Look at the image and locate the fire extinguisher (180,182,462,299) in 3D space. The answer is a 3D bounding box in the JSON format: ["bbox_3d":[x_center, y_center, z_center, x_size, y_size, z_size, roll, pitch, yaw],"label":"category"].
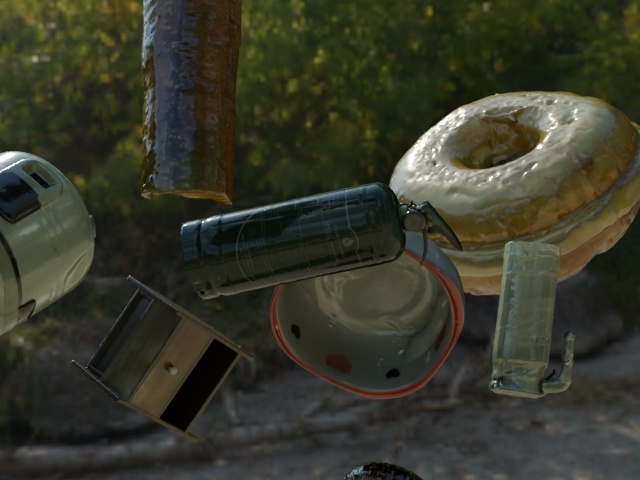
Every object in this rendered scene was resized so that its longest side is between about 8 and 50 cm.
[{"bbox_3d":[0.000,0.000,1.473,0.311,0.114,0.095,-13,14,11],"label":"fire extinguisher"}]

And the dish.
[{"bbox_3d":[0.067,0.070,1.658,0.256,0.256,0.117,-2,29,15],"label":"dish"}]

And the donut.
[{"bbox_3d":[0.299,-0.080,1.994,0.449,0.198,0.449,-20,28,11],"label":"donut"}]

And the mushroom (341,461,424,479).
[{"bbox_3d":[0.082,0.311,1.530,0.126,0.109,0.085,17,30,13],"label":"mushroom"}]

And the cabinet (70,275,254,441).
[{"bbox_3d":[-0.253,0.197,2.083,0.148,0.175,0.215,30,-6,42],"label":"cabinet"}]

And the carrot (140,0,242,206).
[{"bbox_3d":[-0.142,-0.175,1.403,0.114,0.302,0.114,0,-20,0],"label":"carrot"}]

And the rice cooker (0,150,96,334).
[{"bbox_3d":[-0.435,0.007,1.667,0.226,0.226,0.244,1,26,39],"label":"rice cooker"}]

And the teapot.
[{"bbox_3d":[0.283,0.108,1.674,0.107,0.200,0.077,8,-10,3],"label":"teapot"}]
